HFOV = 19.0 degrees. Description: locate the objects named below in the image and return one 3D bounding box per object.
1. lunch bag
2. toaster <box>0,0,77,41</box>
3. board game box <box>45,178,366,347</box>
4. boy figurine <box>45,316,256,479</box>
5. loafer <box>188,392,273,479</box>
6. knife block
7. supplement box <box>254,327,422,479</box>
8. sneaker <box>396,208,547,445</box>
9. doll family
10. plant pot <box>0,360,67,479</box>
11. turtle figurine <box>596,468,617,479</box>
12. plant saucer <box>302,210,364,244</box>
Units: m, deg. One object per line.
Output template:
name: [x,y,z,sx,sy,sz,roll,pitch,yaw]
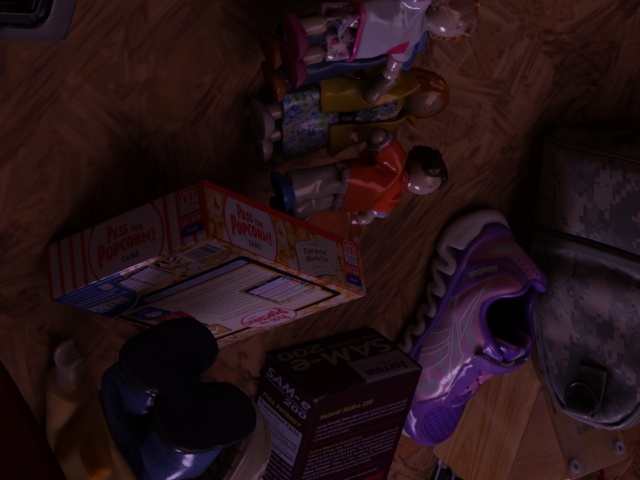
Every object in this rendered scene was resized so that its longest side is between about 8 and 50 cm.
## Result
lunch bag: [0.338,0.033,1.739,0.305,0.212,0.256,-7,111,-46]
toaster: [-0.204,-0.209,1.074,0.185,0.110,0.168,-2,121,-46]
board game box: [-0.080,0.023,1.388,0.146,0.045,0.193,-21,155,29]
boy figurine: [-0.158,0.159,1.401,0.092,0.177,0.285,-17,162,-42]
loafer: [-0.119,0.228,1.552,0.092,0.102,0.268,10,122,-52]
knife block: [0.166,0.177,1.838,0.088,0.242,0.276,-13,84,-42]
supplement box: [-0.007,0.202,1.663,0.130,0.073,0.239,-12,129,-42]
sneaker: [0.135,0.094,1.700,0.095,0.104,0.236,-11,129,-44]
doll family: [0.036,-0.126,1.388,0.163,0.118,0.263,-14,145,-16]
plant pot: [-0.284,0.266,1.284,0.267,0.235,0.267,-16,130,-39]
turtle figurine: [0.272,0.340,2.045,0.234,0.118,0.175,-20,120,-15]
plant saucer: [0.000,0.000,1.550,0.083,0.013,0.083,-27,137,-28]
